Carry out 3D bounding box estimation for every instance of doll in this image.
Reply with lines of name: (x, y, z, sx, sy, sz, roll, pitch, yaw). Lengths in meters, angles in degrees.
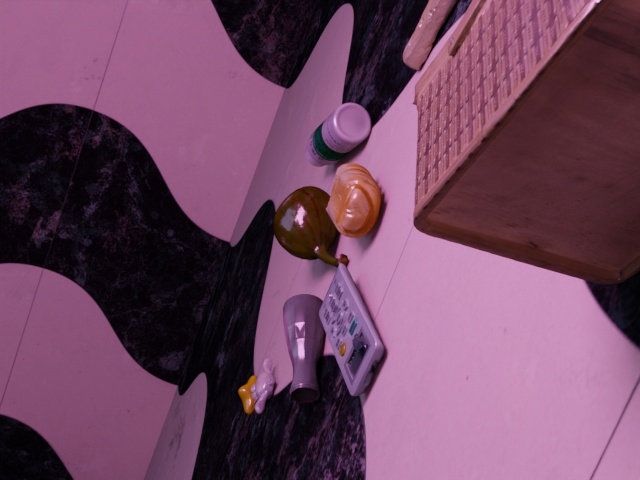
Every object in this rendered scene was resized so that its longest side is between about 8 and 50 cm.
doll: (-0.139, 0.334, 1.871, 0.113, 0.072, 0.135, -23, 45, 62)

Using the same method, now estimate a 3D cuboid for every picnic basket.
picnic basket: (0.234, -0.129, 0.650, 0.313, 0.228, 0.175, 125, 156, -53)

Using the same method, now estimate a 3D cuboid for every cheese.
cheese: (0.207, -0.407, 1.512, 0.065, 0.043, 0.194, -82, 14, -53)

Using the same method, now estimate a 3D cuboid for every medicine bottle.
medicine bottle: (0.033, -0.232, 1.863, 0.260, 0.095, 0.095, 147, 139, -71)

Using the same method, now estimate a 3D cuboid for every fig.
fig: (0.000, 0.000, 1.714, 0.259, 0.151, 0.151, 53, 128, 41)

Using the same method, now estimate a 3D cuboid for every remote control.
remote control: (0.053, 0.143, 1.384, 0.293, 0.051, 0.103, -111, 40, -64)

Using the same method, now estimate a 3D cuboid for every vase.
vase: (-0.030, 0.210, 1.574, 0.214, 0.086, 0.086, -91, 23, -43)

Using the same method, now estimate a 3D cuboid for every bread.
bread: (0.065, -0.072, 1.538, 0.177, 0.084, 0.119, -109, 37, -67)
